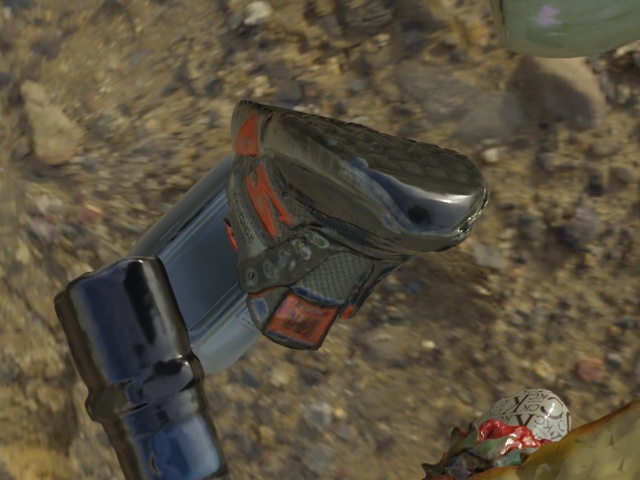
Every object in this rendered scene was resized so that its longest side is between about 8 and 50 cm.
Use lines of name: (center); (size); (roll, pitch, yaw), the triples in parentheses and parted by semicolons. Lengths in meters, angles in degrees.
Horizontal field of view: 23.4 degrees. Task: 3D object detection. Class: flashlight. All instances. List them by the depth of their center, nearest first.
flashlight: (-0.108, 0.218, 1.296); (0.103, 0.103, 0.424); (-21, 89, -10)

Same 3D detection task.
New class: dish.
dish: (-0.091, 0.018, 1.462); (0.212, 0.077, 0.151); (-43, 83, 15)

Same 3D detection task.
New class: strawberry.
strawberry: (0.204, 0.267, 1.481); (0.111, 0.190, 0.236); (-43, 126, -31)

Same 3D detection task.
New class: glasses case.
glasses case: (0.172, 0.310, 1.749); (0.085, 0.137, 0.354); (46, 57, -16)

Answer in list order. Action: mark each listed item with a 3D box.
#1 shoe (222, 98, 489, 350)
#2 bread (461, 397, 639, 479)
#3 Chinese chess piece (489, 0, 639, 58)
shoe: (0.000, 0.000, 1.097); (0.132, 0.336, 0.171); (11, 96, -20)
bread: (0.180, 0.158, 0.335); (0.279, 0.207, 0.279); (-26, 106, 19)
Chinese chess piece: (0.180, -0.312, 1.156); (0.146, 0.349, 0.349); (-10, 95, 5)
